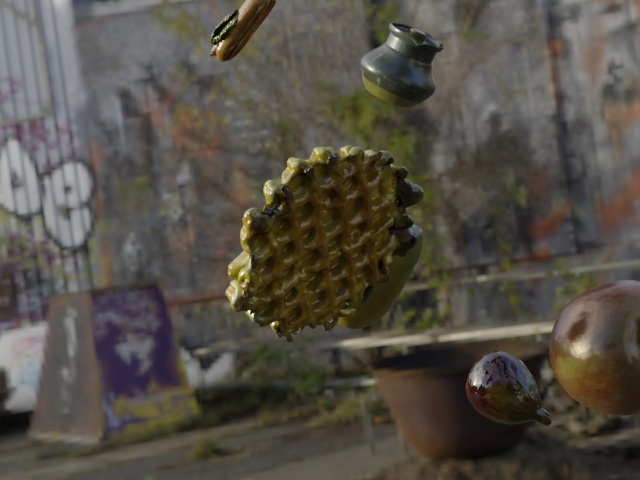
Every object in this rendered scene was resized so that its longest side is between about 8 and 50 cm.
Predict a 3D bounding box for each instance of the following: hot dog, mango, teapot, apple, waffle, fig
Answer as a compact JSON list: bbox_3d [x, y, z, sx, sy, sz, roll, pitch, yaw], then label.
[{"bbox_3d":[-0.110,-0.299,1.856,0.133,0.041,0.056,-50,-5,22],"label":"hot dog"},{"bbox_3d":[0.105,0.060,2.529,0.091,0.237,0.137,28,-5,33],"label":"mango"},{"bbox_3d":[0.134,-0.291,2.196,0.130,0.119,0.165,23,19,-7],"label":"teapot"},{"bbox_3d":[0.412,0.148,1.868,0.188,0.188,0.174,-8,-3,-29],"label":"apple"},{"bbox_3d":[0.008,0.000,1.875,0.329,0.329,0.062,-8,33,-40],"label":"waffle"},{"bbox_3d":[0.310,0.246,2.178,0.155,0.109,0.103,28,-2,21],"label":"fig"}]
